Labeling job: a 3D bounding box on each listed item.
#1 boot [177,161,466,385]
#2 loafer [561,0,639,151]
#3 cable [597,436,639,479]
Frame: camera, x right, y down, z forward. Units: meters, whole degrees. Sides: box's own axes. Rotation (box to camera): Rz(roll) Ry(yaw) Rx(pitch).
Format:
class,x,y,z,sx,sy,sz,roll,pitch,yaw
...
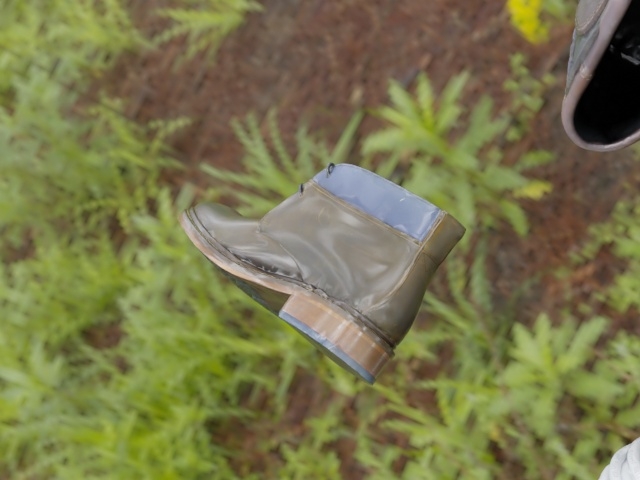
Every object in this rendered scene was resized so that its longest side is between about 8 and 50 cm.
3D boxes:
class,x,y,z,sx,sy,sz,roll,pitch,yaw
boot,0.000,0.000,1.154,0.106,0.082,0.219,-51,40,-4
loafer,0.179,-0.118,0.741,0.095,0.109,0.302,-65,7,-24
cable,0.290,0.222,1.228,0.089,0.257,0.257,-63,11,15
